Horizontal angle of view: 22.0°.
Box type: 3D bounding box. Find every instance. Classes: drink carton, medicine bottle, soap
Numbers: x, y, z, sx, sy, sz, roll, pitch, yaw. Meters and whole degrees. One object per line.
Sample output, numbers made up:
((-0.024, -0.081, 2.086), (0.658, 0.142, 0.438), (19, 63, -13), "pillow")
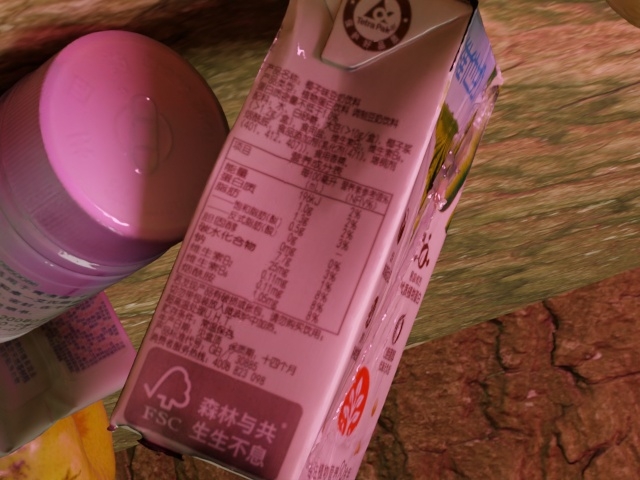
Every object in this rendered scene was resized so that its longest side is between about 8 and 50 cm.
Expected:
((0.000, 0.001, 1.069), (0.132, 0.324, 0.194), (21, 176, 13), "drink carton")
((-0.187, -0.030, 1.142), (0.152, 0.152, 0.254), (-4, 164, -39), "medicine bottle")
((-0.273, 0.067, 1.314), (0.138, 0.199, 0.182), (-26, -177, 39), "soap")

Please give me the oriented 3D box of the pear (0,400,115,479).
((-0.387, 0.208, 1.549), (0.391, 0.391, 0.391), (-13, 169, -3), "pear")

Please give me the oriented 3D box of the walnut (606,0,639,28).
((0.220, -0.177, 0.888), (0.165, 0.165, 0.197), (-18, 175, 22), "walnut")
